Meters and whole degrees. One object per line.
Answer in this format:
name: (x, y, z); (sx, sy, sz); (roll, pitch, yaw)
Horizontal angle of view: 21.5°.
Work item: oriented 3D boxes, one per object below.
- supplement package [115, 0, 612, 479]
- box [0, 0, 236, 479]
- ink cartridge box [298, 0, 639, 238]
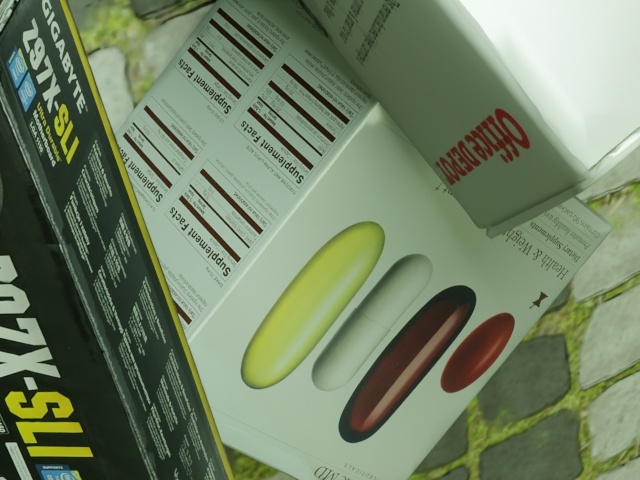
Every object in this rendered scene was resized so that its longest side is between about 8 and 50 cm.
supplement package: (0.000, 0.000, 0.878); (0.194, 0.149, 0.203); (32, 100, -43)
box: (-0.193, 0.034, 0.717); (0.257, 0.079, 0.322); (-3, 130, 16)
ink cartridge box: (0.035, -0.155, 0.654); (0.121, 0.211, 0.289); (-39, 90, -6)
